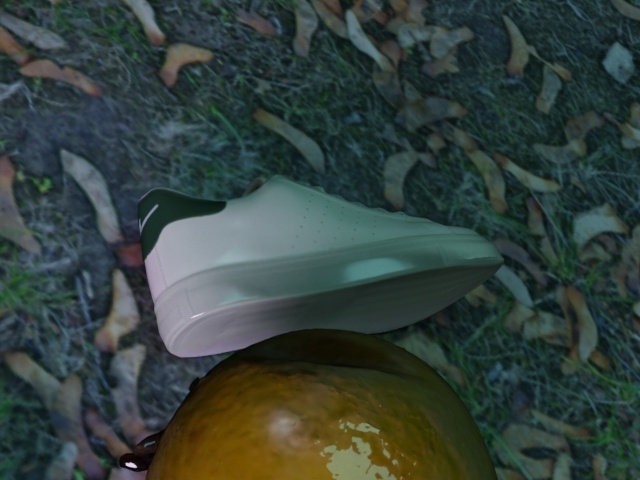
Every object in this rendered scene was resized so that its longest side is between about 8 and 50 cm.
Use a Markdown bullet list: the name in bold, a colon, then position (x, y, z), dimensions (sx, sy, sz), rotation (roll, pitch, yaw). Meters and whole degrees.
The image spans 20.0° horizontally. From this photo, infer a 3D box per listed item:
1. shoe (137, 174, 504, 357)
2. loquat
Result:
- **shoe**: position (0.000, 0.000, 1.179), dimensions (0.265, 0.095, 0.110), rotation (-9, 63, -38)
- **loquat**: position (-0.004, 0.141, 0.989), dimensions (0.213, 0.213, 0.213), rotation (20, 48, -24)
